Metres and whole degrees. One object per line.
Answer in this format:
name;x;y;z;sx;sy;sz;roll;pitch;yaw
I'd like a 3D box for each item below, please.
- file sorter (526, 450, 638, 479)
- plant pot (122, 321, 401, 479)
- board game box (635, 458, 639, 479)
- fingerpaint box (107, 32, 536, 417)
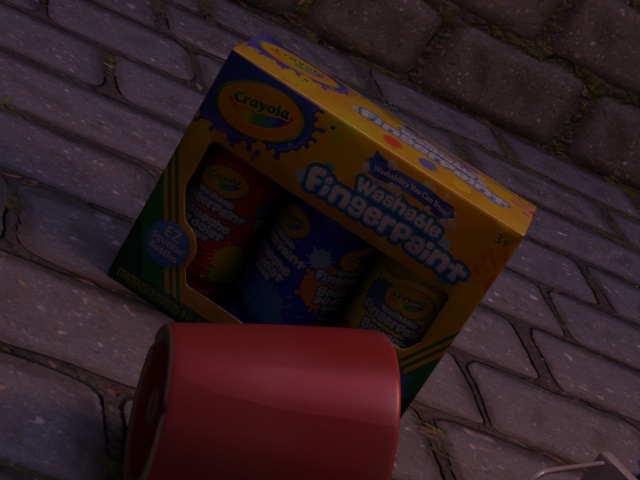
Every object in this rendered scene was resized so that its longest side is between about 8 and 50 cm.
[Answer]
file sorter;0.343;0.423;1.750;0.173;0.193;0.278;2;36;-48
plant pot;-0.073;0.207;1.589;0.243;0.275;0.275;14;25;-14
board game box;0.544;0.412;2.266;0.133;0.033;0.169;27;26;-27
fingerpaint box;0.000;0.000;1.963;0.445;0.371;0.163;34;21;3
